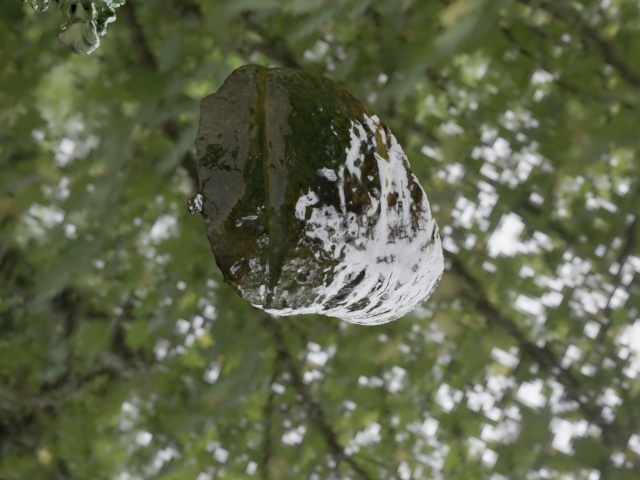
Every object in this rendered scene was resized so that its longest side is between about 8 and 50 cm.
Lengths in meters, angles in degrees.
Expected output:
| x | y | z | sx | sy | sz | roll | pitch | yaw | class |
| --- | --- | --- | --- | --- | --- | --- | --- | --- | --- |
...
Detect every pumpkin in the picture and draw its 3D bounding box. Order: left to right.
| x | y | z | sx | sy | sz | roll | pitch | yaw | class |
| --- | --- | --- | --- | --- | --- | --- | --- | --- | --- |
| 0.004 | 0.002 | 1.277 | 0.111 | 0.278 | 0.163 | -2 | -144 | 32 | pumpkin |

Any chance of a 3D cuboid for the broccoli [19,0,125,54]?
| x | y | z | sx | sy | sz | roll | pitch | yaw | class |
| --- | --- | --- | --- | --- | --- | --- | --- | --- | --- |
| -0.112 | -0.182 | 0.983 | 0.204 | 0.118 | 0.122 | 13 | -113 | 36 | broccoli |
